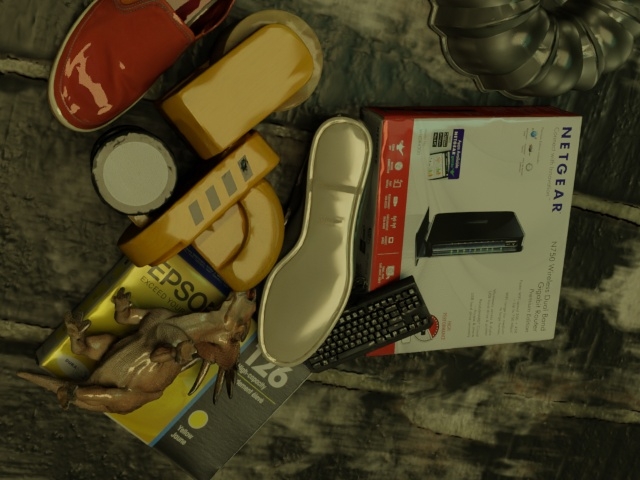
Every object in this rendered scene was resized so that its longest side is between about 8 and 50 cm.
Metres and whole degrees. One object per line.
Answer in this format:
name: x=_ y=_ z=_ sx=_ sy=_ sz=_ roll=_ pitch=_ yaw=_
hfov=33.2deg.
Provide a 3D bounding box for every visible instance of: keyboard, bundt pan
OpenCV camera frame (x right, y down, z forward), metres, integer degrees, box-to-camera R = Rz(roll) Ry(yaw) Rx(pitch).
keyboard: x=0.051 y=0.104 z=1.436 sx=0.180 sy=0.023 sz=0.108 roll=-23 pitch=105 yaw=7
bundt pan: x=0.310 y=-0.337 z=1.416 sx=0.330 sy=0.124 sz=0.331 roll=-6 pitch=110 yaw=-18

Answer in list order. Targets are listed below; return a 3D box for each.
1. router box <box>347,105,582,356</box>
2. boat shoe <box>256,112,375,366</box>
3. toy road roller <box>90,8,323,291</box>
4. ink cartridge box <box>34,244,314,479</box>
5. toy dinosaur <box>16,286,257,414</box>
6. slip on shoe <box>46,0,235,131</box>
router box: x=0.197 y=-0.019 z=1.500 sx=0.301 sy=0.082 sz=0.336 roll=-4 pitch=108 yaw=-19
boat shoe: x=0.000 y=0.000 z=1.405 sx=0.112 sy=0.095 sz=0.335 roll=16 pitch=96 yaw=1
toy road roller: x=-0.106 y=-0.092 z=1.274 sx=0.329 sy=0.202 sz=0.241 roll=-42 pitch=104 yaw=-4
ink cartridge box: x=-0.159 y=0.130 z=1.427 sx=0.307 sy=0.072 sz=0.303 roll=-47 pitch=116 yaw=1
toy dinosaur: x=-0.212 y=0.155 z=1.322 sx=0.295 sy=0.127 sz=0.200 roll=-26 pitch=152 yaw=6
slip on shoe: x=-0.194 y=-0.258 z=1.266 sx=0.331 sy=0.101 sz=0.123 roll=-44 pitch=118 yaw=-1
